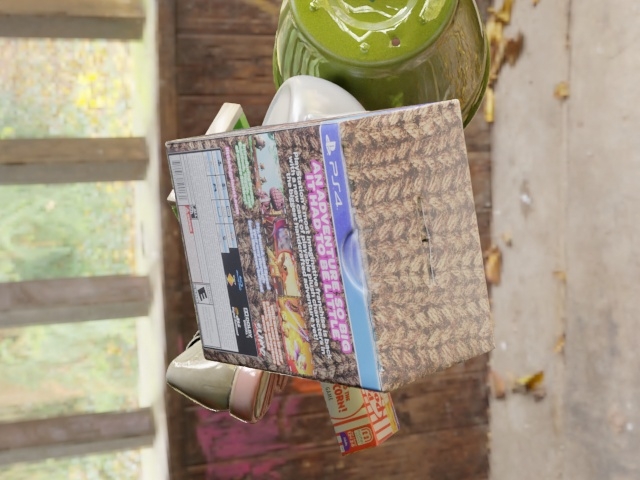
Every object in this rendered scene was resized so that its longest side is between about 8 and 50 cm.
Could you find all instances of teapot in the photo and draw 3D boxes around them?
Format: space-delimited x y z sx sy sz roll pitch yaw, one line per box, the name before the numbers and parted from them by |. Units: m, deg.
teapot | 0.012 -0.104 1.508 0.256 0.187 0.253 -104 33 -64

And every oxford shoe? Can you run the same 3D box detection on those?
oxford shoe | -0.117 0.158 1.587 0.397 0.146 0.141 -21 -57 -82

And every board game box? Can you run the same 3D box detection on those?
board game box | 0.000 0.000 1.021 0.291 0.141 0.232 2 104 52
board game box | 0.041 0.170 1.271 0.193 0.045 0.147 17 -125 -78

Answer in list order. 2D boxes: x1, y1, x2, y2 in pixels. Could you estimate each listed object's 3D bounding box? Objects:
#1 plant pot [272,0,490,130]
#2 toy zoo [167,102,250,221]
plant pot | 0.088 -0.325 1.624 0.353 0.366 0.367 61 -159 -81
toy zoo | -0.129 -0.037 1.611 0.192 0.030 0.293 -64 -29 -31
